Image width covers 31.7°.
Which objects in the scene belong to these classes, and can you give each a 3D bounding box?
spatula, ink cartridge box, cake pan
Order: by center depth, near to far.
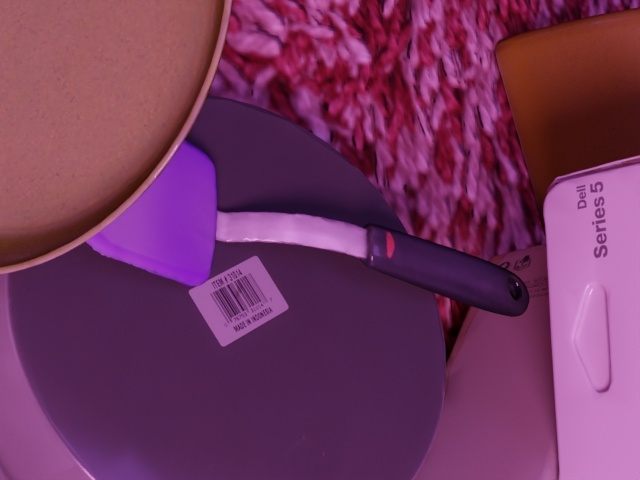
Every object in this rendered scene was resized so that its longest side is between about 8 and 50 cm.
[{"bbox_3d":[-0.051,0.044,0.598,0.293,0.054,0.293,15,59,-27],"label":"cake pan"},{"bbox_3d":[0.000,0.000,0.599,0.296,0.030,0.084,15,60,-27],"label":"spatula"},{"bbox_3d":[0.258,0.074,0.675,0.272,0.114,0.198,16,68,-45],"label":"ink cartridge box"}]

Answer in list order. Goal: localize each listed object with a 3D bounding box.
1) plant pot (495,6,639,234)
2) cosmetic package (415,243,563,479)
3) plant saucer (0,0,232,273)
[{"bbox_3d":[0.295,-0.090,0.864,0.212,0.187,0.212,-13,86,-40],"label":"plant pot"},{"bbox_3d":[0.142,0.158,0.694,0.160,0.113,0.309,52,47,-25],"label":"cosmetic package"},{"bbox_3d":[-0.140,-0.101,0.512,0.037,0.241,0.241,20,62,-67],"label":"plant saucer"}]
